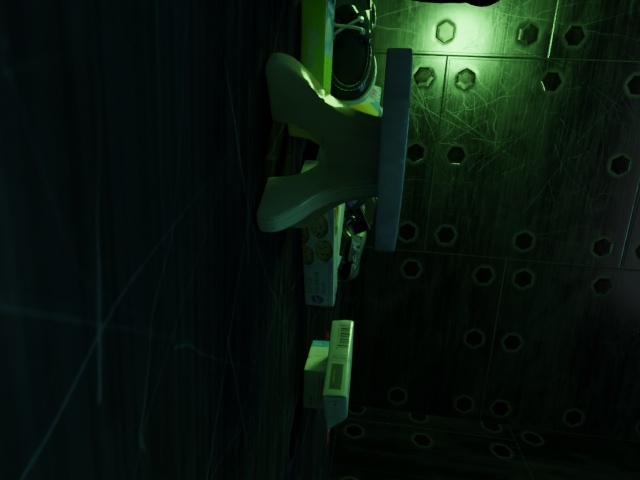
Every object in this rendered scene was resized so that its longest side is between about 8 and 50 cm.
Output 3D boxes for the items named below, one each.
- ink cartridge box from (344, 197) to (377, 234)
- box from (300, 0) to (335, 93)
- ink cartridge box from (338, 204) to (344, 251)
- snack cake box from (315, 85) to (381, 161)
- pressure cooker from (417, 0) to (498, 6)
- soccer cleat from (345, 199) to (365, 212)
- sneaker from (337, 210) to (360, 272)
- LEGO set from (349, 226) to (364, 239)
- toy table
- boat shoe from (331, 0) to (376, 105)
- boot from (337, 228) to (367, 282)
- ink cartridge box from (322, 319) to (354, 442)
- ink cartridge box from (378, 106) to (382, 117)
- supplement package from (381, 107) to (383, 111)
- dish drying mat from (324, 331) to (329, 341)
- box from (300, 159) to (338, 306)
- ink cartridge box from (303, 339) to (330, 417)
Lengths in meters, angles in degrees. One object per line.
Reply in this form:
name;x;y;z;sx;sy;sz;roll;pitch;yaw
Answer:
ink cartridge box;0.124;-0.176;1.395;0.176;0.069;0.371;63;20;-19
box;-0.004;-0.289;0.658;0.109;0.042;0.179;-70;163;-70
ink cartridge box;0.018;-0.045;0.953;0.104;0.061;0.182;83;13;-59
snack cake box;0.056;-0.226;0.875;0.264;0.089;0.152;-75;-176;-55
pressure cooker;0.162;-0.462;0.422;0.375;0.369;0.420;-45;150;-10
soccer cleat;0.097;-0.182;1.145;0.108;0.116;0.318;-43;-167;33
sneaker;0.044;0.031;1.042;0.078;0.106;0.235;52;43;-79
LEGO set;0.108;-0.090;1.444;0.287;0.106;0.132;-74;173;-49
toy table;0.024;-0.101;0.537;0.252;0.160;0.275;-76;168;-52
boat shoe;0.043;-0.384;0.756;0.091;0.114;0.303;81;3;-67
boot;0.132;0.015;1.814;0.222;0.118;0.339;32;58;-77
ink cartridge box;0.045;0.326;0.965;0.189;0.066;0.233;-80;166;-47
ink cartridge box;0.100;-0.360;1.092;0.212;0.093;0.155;-64;132;-77
supplement package;0.176;-0.344;1.619;0.178;0.175;0.293;-77;170;-57
dish drying mat;0.023;0.356;1.528;0.083;0.008;0.032;-21;116;-83
box;0.000;0.000;0.813;0.063;0.067;0.324;-77;170;-47
ink cartridge box;-0.005;0.334;1.033;0.180;0.060;0.104;-63;156;-73
